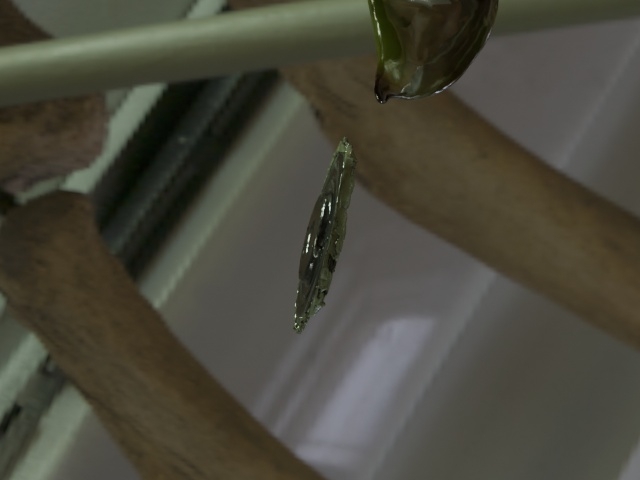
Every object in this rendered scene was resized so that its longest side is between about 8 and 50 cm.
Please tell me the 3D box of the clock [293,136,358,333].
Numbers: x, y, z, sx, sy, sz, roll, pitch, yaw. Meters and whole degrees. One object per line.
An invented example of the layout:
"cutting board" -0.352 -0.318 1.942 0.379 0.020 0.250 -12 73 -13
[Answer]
"clock" 0.000 0.000 0.668 0.010 0.083 0.074 13 -113 -7

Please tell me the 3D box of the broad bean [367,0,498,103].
"broad bean" 0.004 -0.199 0.421 0.077 0.061 0.339 -7 -67 -3
